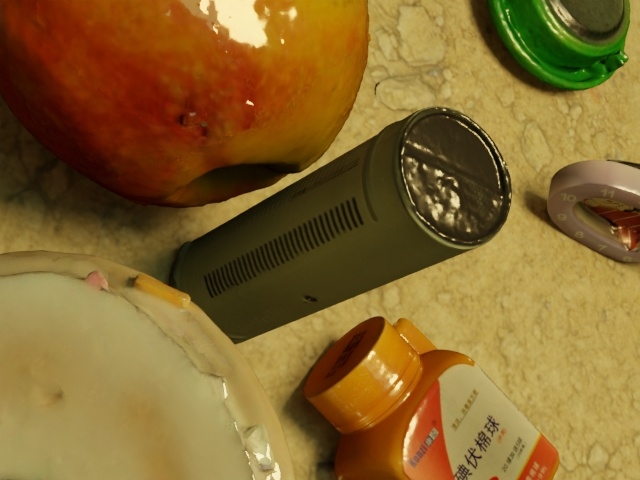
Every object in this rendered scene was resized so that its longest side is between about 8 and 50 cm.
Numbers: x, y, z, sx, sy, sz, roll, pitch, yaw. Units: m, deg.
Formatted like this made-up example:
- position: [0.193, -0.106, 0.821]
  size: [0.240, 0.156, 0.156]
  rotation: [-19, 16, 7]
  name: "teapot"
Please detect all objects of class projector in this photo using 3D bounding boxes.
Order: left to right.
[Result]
- position: [0.000, 0.000, 0.915]
  size: [0.108, 0.337, 0.108]
  rotation: [12, 67, -32]
  name: "projector"

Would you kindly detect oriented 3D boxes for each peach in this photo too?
- position: [-0.128, -0.210, 0.930]
  size: [0.372, 0.290, 0.373]
  rotation: [12, 64, -27]
  name: "peach"

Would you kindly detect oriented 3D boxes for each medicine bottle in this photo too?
- position: [0.095, 0.182, 1.051]
  size: [0.222, 0.112, 0.149]
  rotation: [47, 57, -11]
  name: "medicine bottle"

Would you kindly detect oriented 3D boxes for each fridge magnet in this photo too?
- position: [0.277, -0.273, 1.322]
  size: [0.208, 0.088, 0.208]
  rotation: [10, 70, -29]
  name: "fridge magnet"

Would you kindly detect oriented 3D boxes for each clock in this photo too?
- position: [0.348, -0.036, 1.251]
  size: [0.198, 0.172, 0.064]
  rotation: [11, 67, 12]
  name: "clock"

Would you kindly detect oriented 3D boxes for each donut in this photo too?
- position: [-0.186, 0.197, 0.761]
  size: [0.382, 0.142, 0.383]
  rotation: [-2, 80, 11]
  name: "donut"
